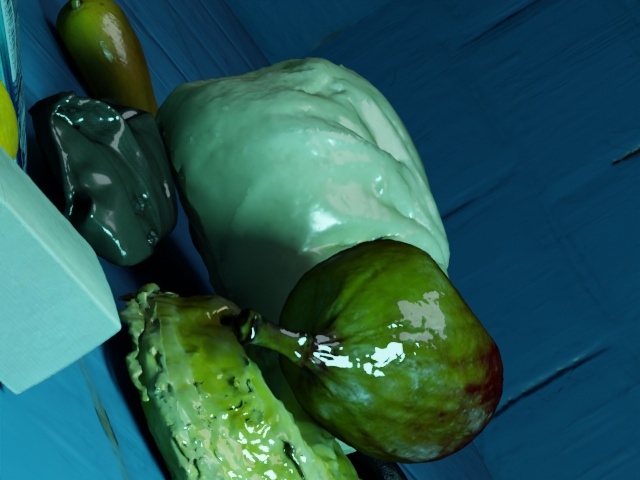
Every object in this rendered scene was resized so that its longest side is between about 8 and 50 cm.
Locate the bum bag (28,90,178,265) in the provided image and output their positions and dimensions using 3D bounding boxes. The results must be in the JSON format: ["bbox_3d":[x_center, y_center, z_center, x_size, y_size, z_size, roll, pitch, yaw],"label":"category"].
[{"bbox_3d":[-0.162,-0.059,1.531,0.142,0.080,0.326,61,4,-6],"label":"bum bag"}]

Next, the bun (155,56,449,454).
[{"bbox_3d":[0.000,0.000,1.686,0.360,0.211,0.359,160,-90,-85],"label":"bun"}]

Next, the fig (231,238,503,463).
[{"bbox_3d":[0.024,0.072,1.349,0.170,0.145,0.274,55,18,22],"label":"fig"}]

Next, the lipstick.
[{"bbox_3d":[-0.228,-0.058,0.958,0.371,0.080,0.076,52,8,-45],"label":"lipstick"}]

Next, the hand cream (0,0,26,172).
[{"bbox_3d":[-0.220,-0.144,1.273,0.120,0.061,0.270,-109,-171,-62],"label":"hand cream"}]

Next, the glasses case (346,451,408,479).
[{"bbox_3d":[0.071,0.286,1.720,0.122,0.075,0.314,51,9,-42],"label":"glasses case"}]

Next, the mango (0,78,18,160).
[{"bbox_3d":[-0.243,-0.108,1.121,0.190,0.075,0.098,53,-9,-15],"label":"mango"}]

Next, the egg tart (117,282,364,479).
[{"bbox_3d":[-0.046,0.143,1.395,0.279,0.095,0.279,59,7,-11],"label":"egg tart"}]

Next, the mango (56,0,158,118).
[{"bbox_3d":[-0.199,-0.165,1.880,0.101,0.066,0.187,-109,175,-62],"label":"mango"}]
